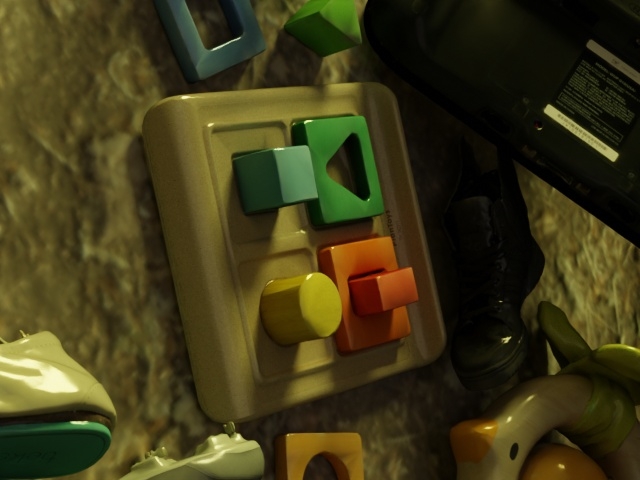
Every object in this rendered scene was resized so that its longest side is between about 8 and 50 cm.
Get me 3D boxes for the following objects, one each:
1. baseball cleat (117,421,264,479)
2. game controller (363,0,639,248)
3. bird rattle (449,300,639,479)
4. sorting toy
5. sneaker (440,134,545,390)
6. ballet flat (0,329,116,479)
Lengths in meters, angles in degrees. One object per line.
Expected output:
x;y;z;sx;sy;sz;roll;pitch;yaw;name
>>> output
-0.100;0.165;0.750;0.206;0.072;0.109;-19;81;-36;baseball cleat
0.182;-0.095;1.027;0.319;0.067;0.166;35;63;1;game controller
0.166;0.169;1.025;0.207;0.143;0.253;-16;106;-35;bird rattle
0.000;0.000;0.911;0.196;0.047;0.348;-11;89;-47;sorting toy
0.102;0.010;1.005;0.089;0.051;0.170;60;33;-27;sneaker
-0.200;0.068;0.679;0.248;0.086;0.086;5;78;-47;ballet flat
